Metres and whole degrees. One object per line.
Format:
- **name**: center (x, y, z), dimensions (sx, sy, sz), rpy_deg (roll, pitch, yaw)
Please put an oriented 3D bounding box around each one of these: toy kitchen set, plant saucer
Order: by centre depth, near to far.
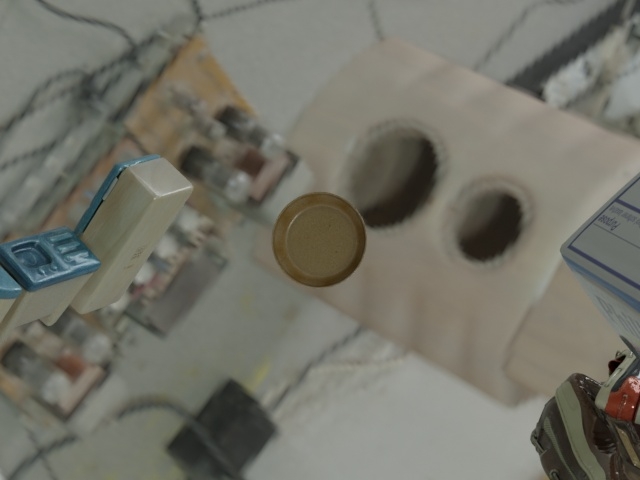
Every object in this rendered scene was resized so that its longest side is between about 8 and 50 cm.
- **toy kitchen set**: center (-0.228, -0.031, 1.331), dimensions (0.122, 0.166, 0.207), rpy_deg (-54, 164, 27)
- **plant saucer**: center (0.000, 0.000, 1.609), dimensions (0.083, 0.083, 0.015), rpy_deg (-62, 170, 2)

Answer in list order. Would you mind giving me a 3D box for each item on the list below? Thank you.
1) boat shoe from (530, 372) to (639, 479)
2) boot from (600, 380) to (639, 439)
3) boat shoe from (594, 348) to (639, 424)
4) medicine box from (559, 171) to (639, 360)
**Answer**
- **boat shoe**: center (0.237, 0.226, 1.582), dimensions (0.095, 0.257, 0.095), rpy_deg (34, 112, -23)
- **boot**: center (0.450, 0.224, 2.147), dimensions (0.207, 0.248, 0.090), rpy_deg (-22, 136, 6)
- **boat shoe**: center (0.267, 0.113, 1.605), dimensions (0.137, 0.043, 0.049), rpy_deg (-54, 156, -60)
- **medicine box**: center (0.324, -0.011, 1.077), dimensions (0.289, 0.263, 0.149), rpy_deg (-43, 107, -1)
